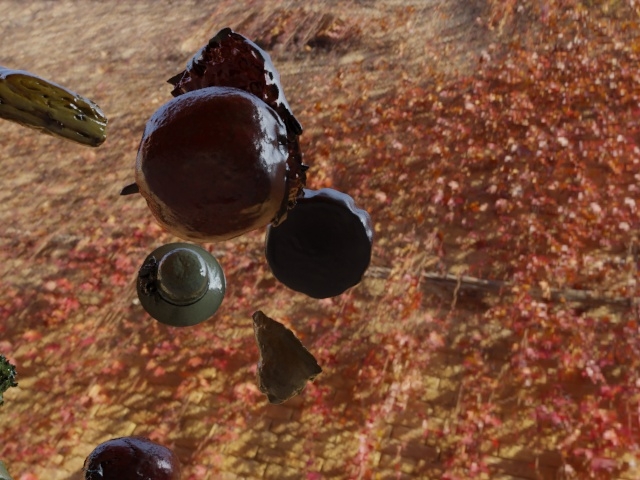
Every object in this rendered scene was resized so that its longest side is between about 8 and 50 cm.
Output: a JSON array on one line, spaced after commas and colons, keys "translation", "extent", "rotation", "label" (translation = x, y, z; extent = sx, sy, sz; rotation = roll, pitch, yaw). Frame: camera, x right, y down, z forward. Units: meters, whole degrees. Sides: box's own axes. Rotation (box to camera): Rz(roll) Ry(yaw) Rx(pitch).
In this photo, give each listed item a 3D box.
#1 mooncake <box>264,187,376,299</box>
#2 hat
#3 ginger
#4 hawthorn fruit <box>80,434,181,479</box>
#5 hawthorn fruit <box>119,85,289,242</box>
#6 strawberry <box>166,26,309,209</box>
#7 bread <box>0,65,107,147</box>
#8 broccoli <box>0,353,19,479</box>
[{"translation": [0.000, 0.000, 1.880], "extent": [0.283, 0.141, 0.283], "rotation": [2, -66, 4], "label": "mooncake"}, {"translation": [-0.378, 0.096, 2.064], "extent": [0.257, 0.257, 0.130], "rotation": [27, -30, -1], "label": "hat"}, {"translation": [-0.103, 0.246, 1.565], "extent": [0.193, 0.123, 0.115], "rotation": [46, -17, 16], "label": "ginger"}, {"translation": [-0.373, 0.445, 1.421], "extent": [0.181, 0.181, 0.235], "rotation": [-8, -33, 27], "label": "hawthorn fruit"}, {"translation": [-0.163, -0.104, 1.055], "extent": [0.250, 0.215, 0.215], "rotation": [-16, -57, 9], "label": "hawthorn fruit"}, {"translation": [-0.136, -0.177, 1.232], "extent": [0.233, 0.138, 0.306], "rotation": [-24, -83, 53], "label": "strawberry"}, {"translation": [-0.536, -0.261, 1.433], "extent": [0.235, 0.099, 0.210], "rotation": [16, 6, -40], "label": "bread"}, {"translation": [-0.662, 0.361, 1.423], "extent": [0.361, 0.252, 0.221], "rotation": [34, -81, 19], "label": "broccoli"}]
